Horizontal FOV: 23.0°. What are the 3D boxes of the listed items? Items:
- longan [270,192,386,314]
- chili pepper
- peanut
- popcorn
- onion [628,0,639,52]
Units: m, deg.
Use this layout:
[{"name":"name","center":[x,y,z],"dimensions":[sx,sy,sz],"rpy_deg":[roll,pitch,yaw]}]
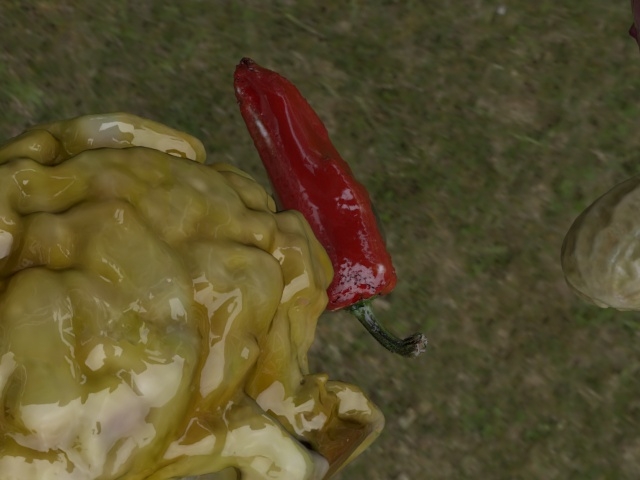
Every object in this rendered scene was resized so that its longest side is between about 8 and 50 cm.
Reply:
[{"name":"longan","center":[0.000,0.000,1.989],"dimensions":[0.167,0.187,0.167],"rpy_deg":[-12,143,-9]},{"name":"chili pepper","center":[0.001,-0.034,1.747],"dimensions":[0.110,0.110,0.387],"rpy_deg":[-21,80,-15]},{"name":"peanut","center":[0.360,-0.038,1.491],"dimensions":[0.298,0.136,0.120],"rpy_deg":[-39,117,8]},{"name":"popcorn","center":[-0.172,0.095,1.090],"dimensions":[0.390,0.344,0.354],"rpy_deg":[13,61,-41]},{"name":"onion","center":[0.205,-0.034,0.554],"dimensions":[0.163,0.230,0.230],"rpy_deg":[-21,117,15]}]
